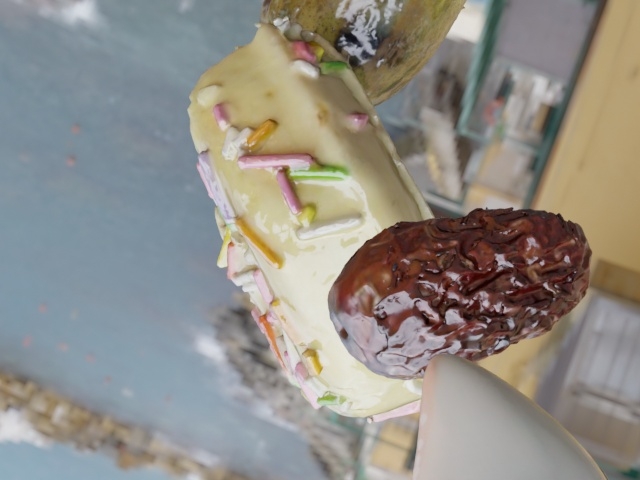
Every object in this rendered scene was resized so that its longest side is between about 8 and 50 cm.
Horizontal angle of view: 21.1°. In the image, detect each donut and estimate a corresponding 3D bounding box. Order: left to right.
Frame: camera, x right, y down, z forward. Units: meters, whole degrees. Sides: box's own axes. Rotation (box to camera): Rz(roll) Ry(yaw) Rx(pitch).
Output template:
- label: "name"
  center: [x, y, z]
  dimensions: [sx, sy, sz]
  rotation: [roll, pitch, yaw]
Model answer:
- label: "donut"
  center: [0.004, 0.008, 1.433]
  dimensions: [0.307, 0.150, 0.371]
  rotation: [59, 172, 15]

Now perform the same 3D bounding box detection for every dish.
- label: "dish"
  center: [0.075, 0.149, 0.581]
  dimensions: [0.077, 0.151, 0.212]
  rotation: [11, 155, 25]

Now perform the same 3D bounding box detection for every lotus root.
- label: "lotus root"
  center: [0.024, -0.188, 1.466]
  dimensions: [0.154, 0.278, 0.154]
  rotation: [34, -168, -9]

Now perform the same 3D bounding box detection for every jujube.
- label: "jujube"
  center: [0.087, 0.026, 1.041]
  dimensions: [0.104, 0.166, 0.104]
  rotation: [157, 90, -79]
